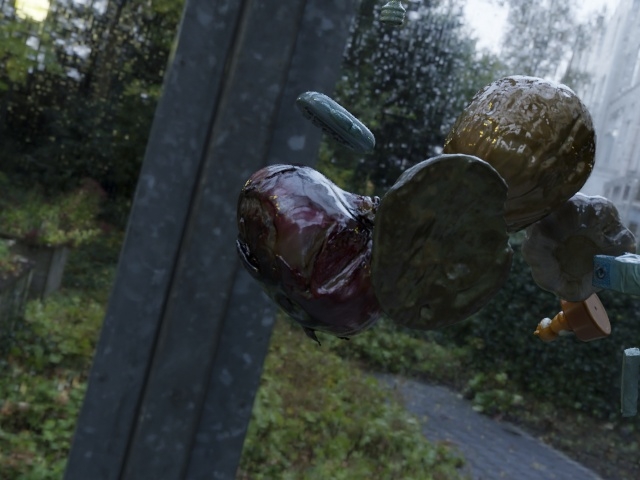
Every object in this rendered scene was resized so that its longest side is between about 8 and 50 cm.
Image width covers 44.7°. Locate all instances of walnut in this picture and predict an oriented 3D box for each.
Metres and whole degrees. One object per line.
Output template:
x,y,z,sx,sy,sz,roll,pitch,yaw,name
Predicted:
0.354,-0.154,1.432,0.252,0.313,0.277,40,-20,2,walnut

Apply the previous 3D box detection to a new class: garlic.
0.525,0.009,1.596,0.227,0.228,0.152,14,18,20,garlic

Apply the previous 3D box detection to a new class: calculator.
0.031,-0.249,1.639,0.185,0.041,0.299,37,-1,-12,calculator

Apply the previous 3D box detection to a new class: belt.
0.584,0.069,1.326,0.087,0.072,0.302,-5,8,-22,belt

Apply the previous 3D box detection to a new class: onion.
0.000,0.000,1.231,0.314,0.232,0.314,49,3,-3,onion

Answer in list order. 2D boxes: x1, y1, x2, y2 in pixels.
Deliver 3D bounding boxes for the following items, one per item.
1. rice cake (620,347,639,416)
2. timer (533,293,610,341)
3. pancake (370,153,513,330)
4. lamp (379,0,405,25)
0.442,0.204,1.110,0.022,0.121,0.021,-6,31,8,rice cake
0.560,0.185,1.775,0.152,0.132,0.132,-31,-26,29,timer
0.153,0.004,0.987,0.236,0.222,0.042,55,-5,-34,pancake
0.198,-0.655,2.011,0.106,0.193,0.106,9,8,-1,lamp
